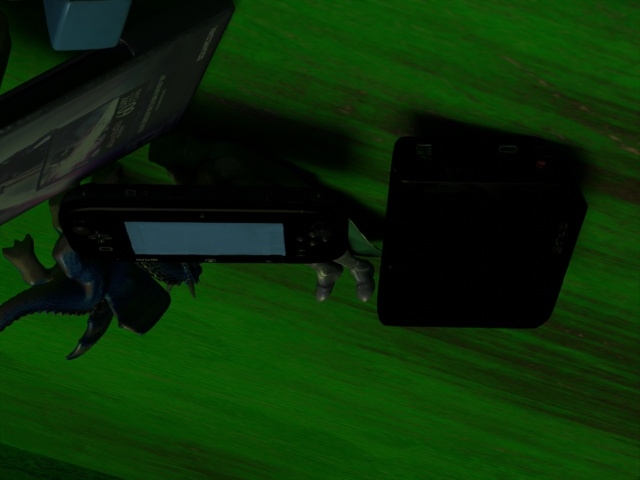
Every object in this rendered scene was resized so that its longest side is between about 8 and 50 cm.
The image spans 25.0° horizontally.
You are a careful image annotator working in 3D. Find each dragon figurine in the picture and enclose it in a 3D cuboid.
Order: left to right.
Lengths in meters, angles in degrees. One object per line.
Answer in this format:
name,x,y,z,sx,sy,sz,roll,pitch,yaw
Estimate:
dragon figurine,-0.177,0.040,1.161,0.085,0.289,0.144,-20,115,24

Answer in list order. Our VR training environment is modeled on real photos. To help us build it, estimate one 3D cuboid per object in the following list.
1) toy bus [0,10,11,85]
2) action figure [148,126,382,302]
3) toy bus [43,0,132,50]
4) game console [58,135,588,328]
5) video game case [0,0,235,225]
toy bus,-0.302,-0.160,0.856,0.220,0.149,0.211,14,143,-3
action figure,-0.048,-0.022,1.114,0.137,0.063,0.232,-5,148,44
toy bus,-0.072,-0.200,0.610,0.104,0.202,0.191,-8,164,-31
game console,0.000,0.000,1.030,0.361,0.044,0.213,1,150,0
video game case,-0.188,-0.053,0.900,0.026,0.274,0.196,55,157,5
